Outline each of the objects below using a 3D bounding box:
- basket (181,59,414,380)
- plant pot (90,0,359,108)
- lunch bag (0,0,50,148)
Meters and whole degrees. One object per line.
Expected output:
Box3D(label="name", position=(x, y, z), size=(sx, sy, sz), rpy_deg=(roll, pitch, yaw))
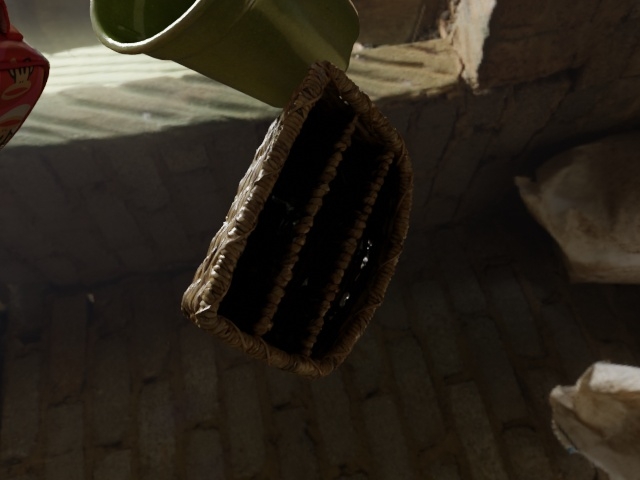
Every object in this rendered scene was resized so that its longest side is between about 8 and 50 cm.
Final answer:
Box3D(label="basket", position=(0.000, 0.000, 0.657), size=(0.299, 0.213, 0.223), rpy_deg=(-65, 13, -13))
Box3D(label="plant pot", position=(-0.091, -0.297, 0.717), size=(0.253, 0.276, 0.276), rpy_deg=(24, -134, -51))
Box3D(label="lunch bag", position=(-0.301, -0.074, 0.359), size=(0.120, 0.258, 0.293), rpy_deg=(45, -168, -12))
